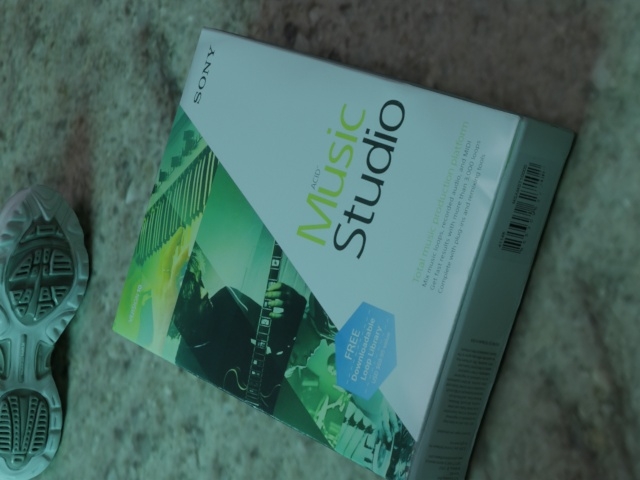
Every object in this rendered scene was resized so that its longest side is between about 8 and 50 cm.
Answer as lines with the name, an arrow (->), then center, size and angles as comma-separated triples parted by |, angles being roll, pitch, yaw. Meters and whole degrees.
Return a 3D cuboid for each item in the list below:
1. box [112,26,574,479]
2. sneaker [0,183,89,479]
box -> 0.000, 0.000, 1.134 | 0.322, 0.058, 0.232 | 22, 96, 48
sneaker -> -0.255, 0.068, 1.372 | 0.115, 0.090, 0.232 | 6, 84, 51
